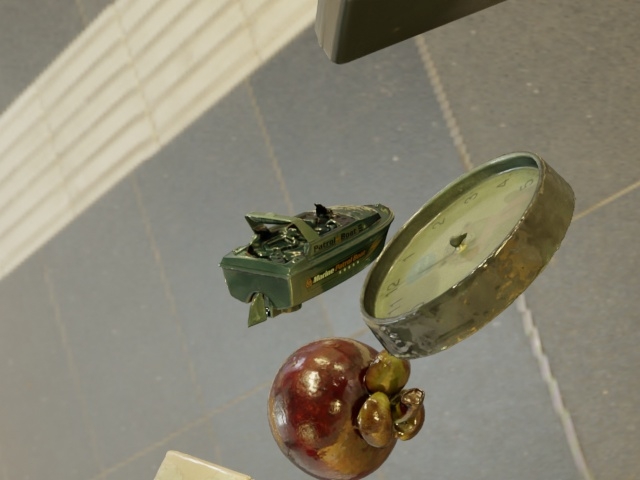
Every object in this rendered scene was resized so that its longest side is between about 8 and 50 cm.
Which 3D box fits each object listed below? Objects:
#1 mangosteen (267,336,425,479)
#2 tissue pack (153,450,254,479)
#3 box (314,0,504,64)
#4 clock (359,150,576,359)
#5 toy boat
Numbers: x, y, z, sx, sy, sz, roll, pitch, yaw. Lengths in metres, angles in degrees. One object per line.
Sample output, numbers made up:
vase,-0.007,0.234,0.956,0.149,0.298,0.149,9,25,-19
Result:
mangosteen,0.049,0.239,1.778,0.258,0.215,0.215,-21,78,39
tissue pack,-0.194,0.431,1.515,0.170,0.071,0.325,8,67,47
box,0.108,-0.237,1.073,0.160,0.230,0.050,102,144,-74
clock,0.157,0.012,1.367,0.055,0.280,0.281,46,135,-17
toy boat,0.000,0.000,1.247,0.093,0.246,0.103,9,112,34
